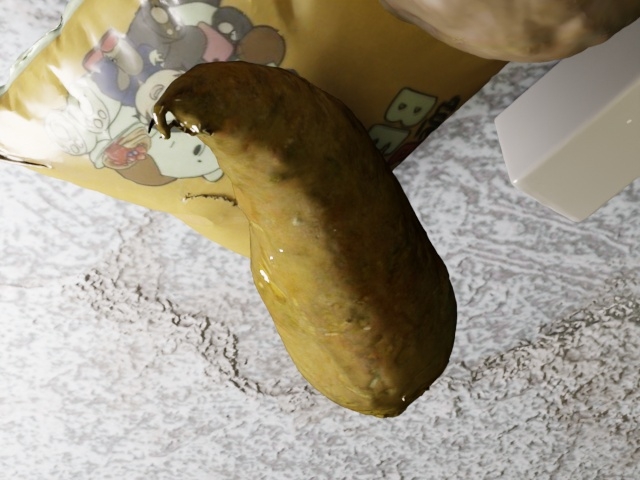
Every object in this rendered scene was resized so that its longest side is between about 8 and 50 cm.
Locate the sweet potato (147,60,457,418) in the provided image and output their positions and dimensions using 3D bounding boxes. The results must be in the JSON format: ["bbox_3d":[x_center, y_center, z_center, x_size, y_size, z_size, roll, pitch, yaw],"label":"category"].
[{"bbox_3d":[0.002,-0.005,1.249,0.130,0.130,0.422,-18,145,8],"label":"sweet potato"}]

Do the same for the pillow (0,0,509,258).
[{"bbox_3d":[-0.047,-0.111,1.299,0.312,0.119,0.310,21,126,-35],"label":"pillow"}]

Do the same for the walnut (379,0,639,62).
[{"bbox_3d":[0.109,-0.228,1.122,0.248,0.248,0.248,-5,136,-5],"label":"walnut"}]

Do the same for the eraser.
[{"bbox_3d":[0.258,-0.137,1.359,0.076,0.078,0.298,28,125,-33],"label":"eraser"}]
